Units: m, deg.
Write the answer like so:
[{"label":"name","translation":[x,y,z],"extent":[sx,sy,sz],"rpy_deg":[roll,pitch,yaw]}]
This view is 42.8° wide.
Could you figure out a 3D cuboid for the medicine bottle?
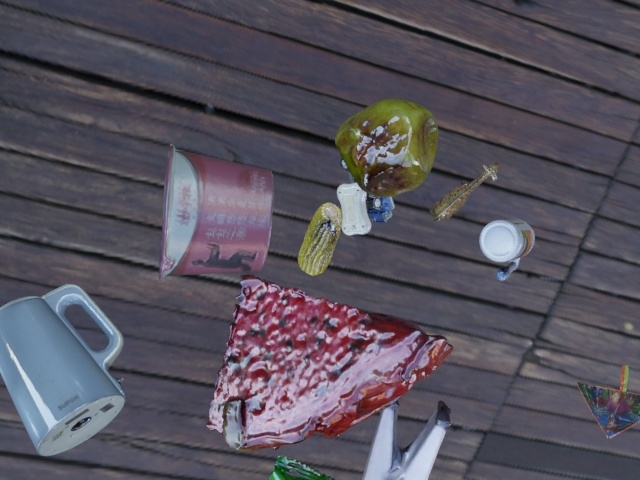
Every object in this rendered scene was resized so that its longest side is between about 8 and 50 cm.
[{"label":"medicine bottle","translation":[0.290,0.012,1.244],"extent":[0.061,0.220,0.092],"rpy_deg":[18,99,21]}]

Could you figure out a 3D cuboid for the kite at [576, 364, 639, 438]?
[{"label":"kite","translation":[0.576,0.310,1.574],"extent":[0.010,0.190,0.159],"rpy_deg":[48,60,-42]}]

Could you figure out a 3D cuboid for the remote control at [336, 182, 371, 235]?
[{"label":"remote control","translation":[0.078,-0.073,1.903],"extent":[0.074,0.032,0.122],"rpy_deg":[-3,99,32]}]

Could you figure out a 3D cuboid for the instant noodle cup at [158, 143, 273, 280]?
[{"label":"instant noodle cup","translation":[-0.182,-0.040,1.403],"extent":[0.178,0.235,0.235],"rpy_deg":[5,113,-12]}]

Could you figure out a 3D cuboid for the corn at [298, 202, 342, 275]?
[{"label":"corn","translation":[0.000,0.000,1.651],"extent":[0.072,0.072,0.203],"rpy_deg":[2,145,-13]}]

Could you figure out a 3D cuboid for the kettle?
[{"label":"kettle","translation":[-0.438,0.202,1.386],"extent":[0.210,0.243,0.160],"rpy_deg":[-32,160,-16]}]

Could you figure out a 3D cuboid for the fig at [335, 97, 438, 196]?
[{"label":"fig","translation":[0.114,-0.148,1.254],"extent":[0.165,0.154,0.144],"rpy_deg":[-34,109,-24]}]

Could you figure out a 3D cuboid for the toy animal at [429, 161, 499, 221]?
[{"label":"toy animal","translation":[0.345,-0.113,2.004],"extent":[0.149,0.275,0.054],"rpy_deg":[-40,87,-15]}]

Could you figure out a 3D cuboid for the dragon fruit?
[{"label":"dragon fruit","translation":[0.007,0.145,1.054],"extent":[0.330,0.302,0.240],"rpy_deg":[-8,128,42]}]

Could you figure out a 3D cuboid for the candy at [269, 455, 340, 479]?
[{"label":"candy","translation":[-0.019,0.407,1.114],"extent":[0.141,0.203,0.078],"rpy_deg":[15,149,-14]}]

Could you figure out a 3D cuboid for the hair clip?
[{"label":"hair clip","translation":[0.105,0.387,1.254],"extent":[0.101,0.085,0.331],"rpy_deg":[16,106,1]}]

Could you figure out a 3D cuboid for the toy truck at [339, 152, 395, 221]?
[{"label":"toy truck","translation":[0.120,-0.139,1.968],"extent":[0.088,0.074,0.202],"rpy_deg":[-35,114,-33]}]
